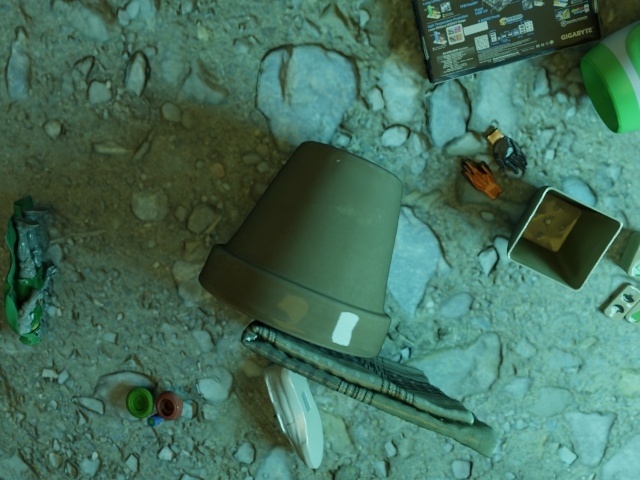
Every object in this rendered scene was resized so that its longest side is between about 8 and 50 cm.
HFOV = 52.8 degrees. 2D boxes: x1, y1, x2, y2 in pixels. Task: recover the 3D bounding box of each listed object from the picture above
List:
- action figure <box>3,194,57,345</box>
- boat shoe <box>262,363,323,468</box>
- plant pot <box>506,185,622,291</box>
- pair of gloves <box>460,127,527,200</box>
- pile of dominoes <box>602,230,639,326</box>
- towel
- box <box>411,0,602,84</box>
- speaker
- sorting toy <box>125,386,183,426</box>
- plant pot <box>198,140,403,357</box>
[{"bbox_3d":[-0.448,0.064,0.990,0.063,0.137,0.232,7,117,-9],"label":"action figure"},{"bbox_3d":[-0.046,0.280,1.028,0.063,0.066,0.184,-11,108,24],"label":"boat shoe"},{"bbox_3d":[0.319,-0.014,0.874,0.109,0.096,0.109,26,109,-2],"label":"plant pot"},{"bbox_3d":[0.242,-0.106,0.901,0.074,0.010,0.083,44,104,-6],"label":"pair of gloves"},{"bbox_3d":[0.550,0.060,0.900,0.251,0.040,0.196,16,108,2],"label":"pile of dominoes"},{"bbox_3d":[0.057,0.172,0.858,0.324,0.312,0.056,24,84,2],"label":"towel"},{"bbox_3d":[0.227,-0.312,0.818,0.220,0.051,0.175,-14,105,11],"label":"box"},{"bbox_3d":[0.478,-0.243,0.772,0.296,0.131,0.131,-25,102,13],"label":"speaker"},{"bbox_3d":[-0.268,0.273,1.066,0.101,0.042,0.061,5,92,18],"label":"sorting toy"},{"bbox_3d":[0.000,0.000,0.861,0.262,0.263,0.229,23,89,-1],"label":"plant pot"}]
